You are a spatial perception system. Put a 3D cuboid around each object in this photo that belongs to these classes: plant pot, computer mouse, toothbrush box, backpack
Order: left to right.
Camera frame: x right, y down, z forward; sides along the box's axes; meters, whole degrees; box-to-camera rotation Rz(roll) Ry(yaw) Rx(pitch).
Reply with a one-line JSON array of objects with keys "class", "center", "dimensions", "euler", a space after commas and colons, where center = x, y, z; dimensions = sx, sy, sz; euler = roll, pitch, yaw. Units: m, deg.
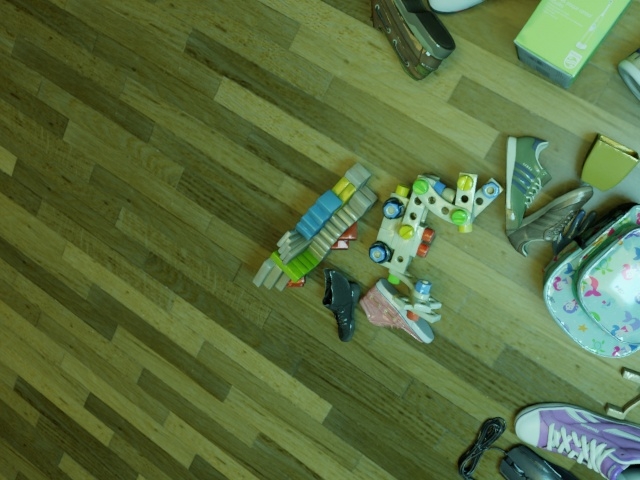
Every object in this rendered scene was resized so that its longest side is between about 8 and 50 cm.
[{"class": "computer mouse", "center": [0.428, 0.532, 1.227], "dimensions": [0.262, 0.060, 0.184], "euler": [38, 109, 11]}, {"class": "toothbrush box", "center": [0.468, -0.421, 0.965], "dimensions": [0.122, 0.206, 0.283], "euler": [38, 111, 11]}, {"class": "plant pot", "center": [0.535, -0.141, 1.059], "dimensions": [0.081, 0.081, 0.083], "euler": [31, 119, 13]}, {"class": "backpack", "center": [0.541, 0.084, 1.022], "dimensions": [0.253, 0.191, 0.225], "euler": [-43, 85, 25]}]

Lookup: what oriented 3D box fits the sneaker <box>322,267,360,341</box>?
[{"class": "sneaker", "center": [0.038, 0.149, 1.288], "dimensions": [0.051, 0.089, 0.170], "euler": [24, 106, 58]}]

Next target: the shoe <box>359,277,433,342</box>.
[{"class": "shoe", "center": [0.168, 0.175, 1.263], "dimensions": [0.178, 0.063, 0.081], "euler": [48, 113, 13]}]

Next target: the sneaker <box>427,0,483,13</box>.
[{"class": "sneaker", "center": [0.318, -0.503, 1.039], "dimensions": [0.269, 0.145, 0.090], "euler": [-9, 96, 22]}]

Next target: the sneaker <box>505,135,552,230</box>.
[{"class": "sneaker", "center": [0.406, -0.114, 1.099], "dimensions": [0.086, 0.064, 0.192], "euler": [1, 80, 18]}]

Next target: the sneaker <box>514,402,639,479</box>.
[{"class": "sneaker", "center": [0.528, 0.407, 1.114], "dimensions": [0.281, 0.161, 0.102], "euler": [3, 102, 21]}]

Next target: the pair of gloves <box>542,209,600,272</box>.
[{"class": "pair of gloves", "center": [0.542, 0.037, 1.117], "dimensions": [0.198, 0.023, 0.159], "euler": [33, 107, 11]}]

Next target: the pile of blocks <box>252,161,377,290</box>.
[{"class": "pile of blocks", "center": [0.000, 0.000, 1.246], "dimensions": [0.112, 0.149, 0.362], "euler": [44, 111, 9]}]

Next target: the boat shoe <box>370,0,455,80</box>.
[{"class": "boat shoe", "center": [0.142, -0.463, 1.130], "dimensions": [0.104, 0.110, 0.308], "euler": [-41, 71, 45]}]

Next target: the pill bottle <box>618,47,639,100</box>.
[{"class": "pill bottle", "center": [0.630, -0.323, 0.971], "dimensions": [0.186, 0.112, 0.112], "euler": [-38, 85, 22]}]

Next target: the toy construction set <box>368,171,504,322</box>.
[{"class": "toy construction set", "center": [0.220, -0.002, 1.171], "dimensions": [0.214, 0.151, 0.328], "euler": [22, 96, 18]}]

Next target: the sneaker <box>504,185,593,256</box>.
[{"class": "sneaker", "center": [0.457, -0.036, 1.102], "dimensions": [0.188, 0.066, 0.071], "euler": [-37, 73, 39]}]

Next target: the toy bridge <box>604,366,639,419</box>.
[{"class": "toy bridge", "center": [0.633, 0.272, 1.121], "dimensions": [0.063, 0.026, 0.188], "euler": [19, 105, 14]}]
